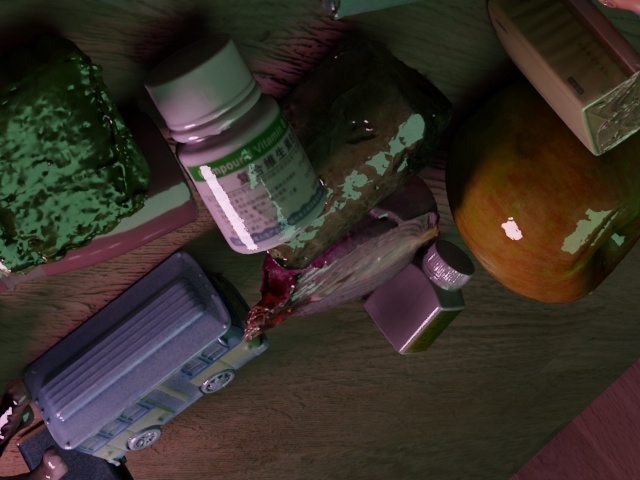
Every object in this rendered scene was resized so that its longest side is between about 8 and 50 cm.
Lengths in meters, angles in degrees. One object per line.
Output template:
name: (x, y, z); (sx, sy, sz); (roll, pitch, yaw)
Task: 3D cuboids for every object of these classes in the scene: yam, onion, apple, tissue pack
yam: (0.019, -0.121, 1.735); (0.300, 0.195, 0.195); (-41, 153, 15)
onion: (0.000, 0.000, 1.937); (0.349, 0.159, 0.267); (-26, 159, -25)
apple: (0.356, -0.085, 2.067); (0.340, 0.339, 0.339); (-27, 153, -16)
tissue pack: (0.352, -0.256, 1.856); (0.125, 0.234, 0.159); (-35, 153, 3)

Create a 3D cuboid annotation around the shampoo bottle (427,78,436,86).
shampoo bottle: (0.085, -0.169, 1.903); (0.191, 0.041, 0.069); (-32, 152, -8)

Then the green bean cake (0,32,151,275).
green bean cake: (-0.301, -0.090, 1.416); (0.200, 0.113, 0.214); (-33, 120, -12)

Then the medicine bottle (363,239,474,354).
medicine bottle: (0.182, 0.094, 2.347); (0.088, 0.132, 0.188); (0, 136, -50)

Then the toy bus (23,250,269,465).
toy bus: (-0.252, 0.177, 1.957); (0.312, 0.152, 0.190); (-37, 154, 5)

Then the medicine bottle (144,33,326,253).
medicine bottle: (-0.099, -0.114, 1.560); (0.139, 0.139, 0.236); (-31, 113, -8)

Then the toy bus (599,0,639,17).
toy bus: (0.493, -0.397, 1.749); (0.287, 0.232, 0.194); (-50, 175, 22)

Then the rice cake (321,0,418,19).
rice cake: (0.101, -0.353, 1.623); (0.198, 0.037, 0.189); (-22, 151, -26)

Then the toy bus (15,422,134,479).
toy bus: (-0.351, 0.404, 2.078); (0.139, 0.275, 0.167); (-32, 152, -7)

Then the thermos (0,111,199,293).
thermos: (-0.295, -0.040, 1.566); (0.265, 0.146, 0.176); (-27, 138, -13)

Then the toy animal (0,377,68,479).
toy animal: (-0.520, 0.296, 1.797); (0.303, 0.194, 0.344); (-33, 149, -17)
